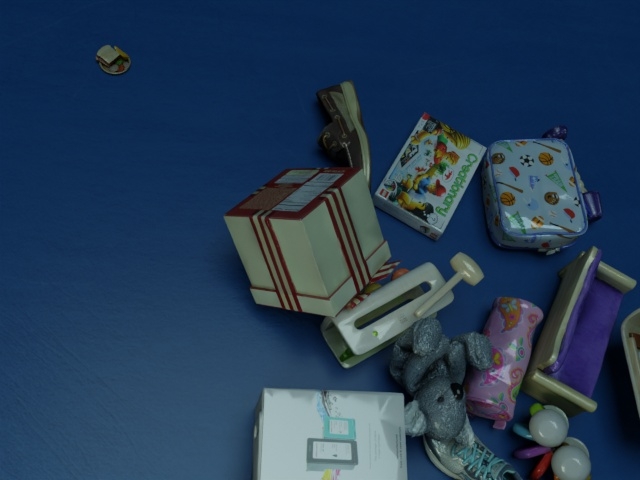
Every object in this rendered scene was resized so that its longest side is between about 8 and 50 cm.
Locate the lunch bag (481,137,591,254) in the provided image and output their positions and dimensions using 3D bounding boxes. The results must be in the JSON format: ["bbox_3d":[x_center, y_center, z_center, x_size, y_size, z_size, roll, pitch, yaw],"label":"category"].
[{"bbox_3d":[0.541,-0.112,1.622,0.243,0.115,0.304,-1,65,-2],"label":"lunch bag"}]

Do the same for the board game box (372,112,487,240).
[{"bbox_3d":[0.280,-0.168,1.645,0.193,0.053,0.305,30,63,3],"label":"board game box"}]

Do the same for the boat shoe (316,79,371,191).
[{"bbox_3d":[0.052,-0.249,1.612,0.123,0.123,0.342,-9,66,-1],"label":"boat shoe"}]

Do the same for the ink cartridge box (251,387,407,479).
[{"bbox_3d":[0.008,0.403,1.234,0.270,0.198,0.197,5,65,-8],"label":"ink cartridge box"}]

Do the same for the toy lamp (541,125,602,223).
[{"bbox_3d":[0.674,-0.175,1.716,0.080,0.080,0.275,-10,66,-16],"label":"toy lamp"}]

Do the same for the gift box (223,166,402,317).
[{"bbox_3d":[0.000,0.000,1.350,0.276,0.255,0.258,-37,121,-36],"label":"gift box"}]

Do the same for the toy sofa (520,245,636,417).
[{"bbox_3d":[0.596,0.203,1.463,0.150,0.177,0.363,30,62,4],"label":"toy sofa"}]

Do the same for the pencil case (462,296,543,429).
[{"bbox_3d":[0.403,0.265,1.428,0.124,0.124,0.284,26,63,1],"label":"pencil case"}]

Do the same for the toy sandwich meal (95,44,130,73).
[{"bbox_3d":[-0.526,-0.461,1.635,0.085,0.029,0.086,5,64,-9],"label":"toy sandwich meal"}]

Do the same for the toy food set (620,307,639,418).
[{"bbox_3d":[0.783,0.319,1.432,0.219,0.092,0.306,21,57,-39],"label":"toy food set"}]

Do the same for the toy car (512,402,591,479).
[{"bbox_3d":[0.479,0.440,1.359,0.136,0.159,0.182,-34,72,14],"label":"toy car"}]

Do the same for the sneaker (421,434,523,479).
[{"bbox_3d":[0.337,0.461,1.315,0.283,0.122,0.110,40,64,9],"label":"sneaker"}]

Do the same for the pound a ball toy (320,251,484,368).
[{"bbox_3d":[0.168,0.127,1.394,0.319,0.208,0.136,-27,73,-21],"label":"pound a ball toy"}]

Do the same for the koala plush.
[{"bbox_3d":[0.237,0.308,1.307,0.196,0.203,0.221,18,46,-24],"label":"koala plush"}]
